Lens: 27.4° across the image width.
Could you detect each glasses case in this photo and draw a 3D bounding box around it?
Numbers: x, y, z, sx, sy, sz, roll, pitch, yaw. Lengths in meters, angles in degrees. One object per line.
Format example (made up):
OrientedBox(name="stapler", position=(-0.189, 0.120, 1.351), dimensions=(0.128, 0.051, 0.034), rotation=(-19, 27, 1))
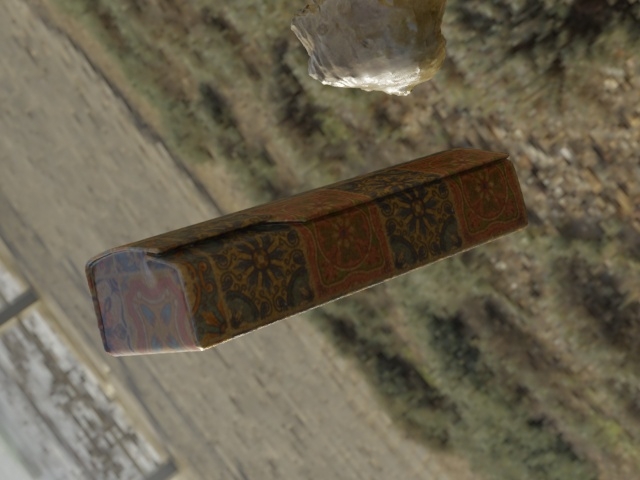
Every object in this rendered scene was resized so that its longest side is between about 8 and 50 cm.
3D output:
OrientedBox(name="glasses case", position=(0.000, 0.000, 0.628), dimensions=(0.075, 0.218, 0.049), rotation=(-10, 97, 49))

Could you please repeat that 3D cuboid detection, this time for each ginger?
OrientedBox(name="ginger", position=(0.062, -0.157, 0.872), dimensions=(0.096, 0.165, 0.067), rotation=(48, -177, -24))
